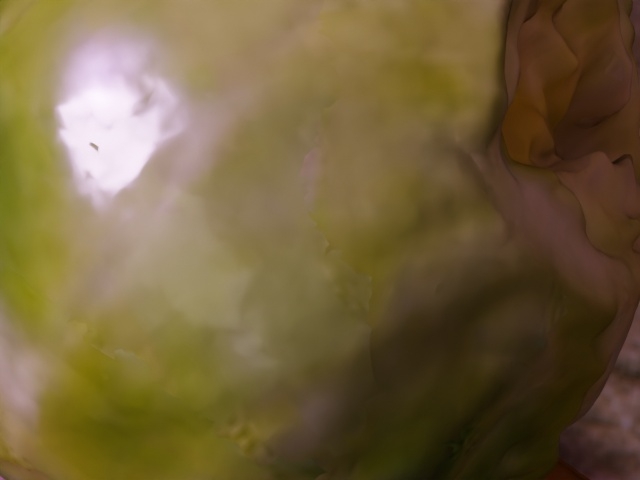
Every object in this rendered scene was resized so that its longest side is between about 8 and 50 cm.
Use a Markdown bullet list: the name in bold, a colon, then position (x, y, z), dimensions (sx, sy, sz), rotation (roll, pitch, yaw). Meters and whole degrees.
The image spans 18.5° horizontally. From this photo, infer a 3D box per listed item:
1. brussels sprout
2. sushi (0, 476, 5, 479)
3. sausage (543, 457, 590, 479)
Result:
- **brussels sprout**: position (0.000, 0.000, 0.753), dimensions (0.344, 0.344, 0.268), rotation (-53, 45, 30)
- **sushi**: position (-0.196, 0.036, 0.916), dimensions (0.171, 0.236, 0.270), rotation (-41, 89, 22)
- **sausage**: position (0.090, 0.153, 0.917), dimensions (0.328, 0.112, 0.112), rotation (35, 120, 5)
